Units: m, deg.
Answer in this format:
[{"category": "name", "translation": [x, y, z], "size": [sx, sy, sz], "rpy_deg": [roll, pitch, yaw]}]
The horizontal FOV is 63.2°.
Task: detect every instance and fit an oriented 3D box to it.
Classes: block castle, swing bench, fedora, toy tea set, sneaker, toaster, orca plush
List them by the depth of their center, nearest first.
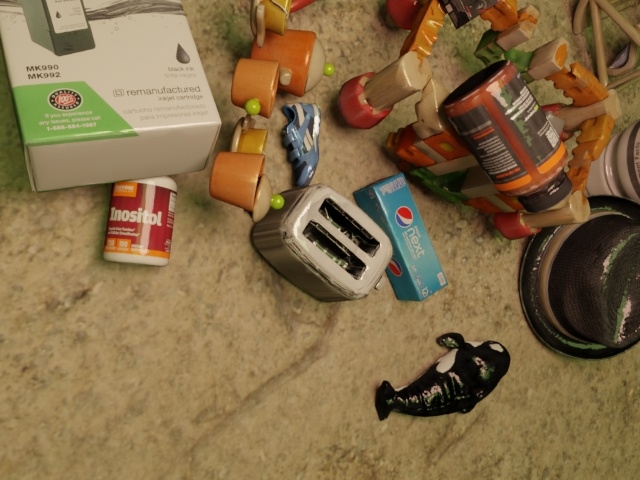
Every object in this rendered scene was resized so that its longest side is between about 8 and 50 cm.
[{"category": "toy tea set", "translation": [-0.054, -0.183, 0.717], "size": [0.124, 0.200, 0.336], "rpy_deg": [12, 83, -4]}, {"category": "toaster", "translation": [0.000, 0.000, 0.785], "size": [0.227, 0.146, 0.129], "rpy_deg": [42, 70, -18]}, {"category": "sneaker", "translation": [-0.035, -0.153, 0.830], "size": [0.059, 0.053, 0.144], "rpy_deg": [6, 76, -25]}, {"category": "block castle", "translation": [0.272, -0.221, 0.895], "size": [0.453, 0.212, 0.303], "rpy_deg": [31, 72, -21]}, {"category": "orca plush", "translation": [0.239, 0.242, 0.909], "size": [0.287, 0.102, 0.151], "rpy_deg": [2, 86, -25]}, {"category": "fedora", "translation": [0.548, 0.080, 0.981], "size": [0.333, 0.152, 0.335], "rpy_deg": [0, 95, 1]}, {"category": "swing bench", "translation": [0.713, -0.484, 1.149], "size": [0.253, 0.165, 0.255], "rpy_deg": [-28, 94, -24]}]

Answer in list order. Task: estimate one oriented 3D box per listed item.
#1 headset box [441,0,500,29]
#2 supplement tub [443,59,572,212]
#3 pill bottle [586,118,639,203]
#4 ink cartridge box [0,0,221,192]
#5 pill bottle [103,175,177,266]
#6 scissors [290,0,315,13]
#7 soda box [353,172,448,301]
[{"category": "headset box", "translation": [0.214, -0.349, 0.740], "size": [0.083, 0.032, 0.062], "rpy_deg": [-36, 101, -23]}, {"category": "supplement tub", "translation": [0.259, -0.133, 0.703], "size": [0.106, 0.106, 0.198], "rpy_deg": [-43, 105, -21]}, {"category": "pill bottle", "translation": [0.731, -0.163, 1.025], "size": [0.204, 0.361, 0.204], "rpy_deg": [1, 87, -25]}, {"category": "ink cartridge box", "translation": [-0.270, -0.224, 0.636], "size": [0.211, 0.121, 0.289], "rpy_deg": [-13, 74, -27]}, {"category": "pill bottle", "translation": [-0.241, -0.043, 0.705], "size": [0.086, 0.086, 0.152], "rpy_deg": [7, 84, -25]}, {"category": "scissors", "translation": [0.044, -0.398, 0.797], "size": [0.296, 0.109, 0.021], "rpy_deg": [-16, 126, 4]}, {"category": "soda box", "translation": [0.137, -0.004, 0.891], "size": [0.067, 0.071, 0.210], "rpy_deg": [-27, 99, -25]}]
